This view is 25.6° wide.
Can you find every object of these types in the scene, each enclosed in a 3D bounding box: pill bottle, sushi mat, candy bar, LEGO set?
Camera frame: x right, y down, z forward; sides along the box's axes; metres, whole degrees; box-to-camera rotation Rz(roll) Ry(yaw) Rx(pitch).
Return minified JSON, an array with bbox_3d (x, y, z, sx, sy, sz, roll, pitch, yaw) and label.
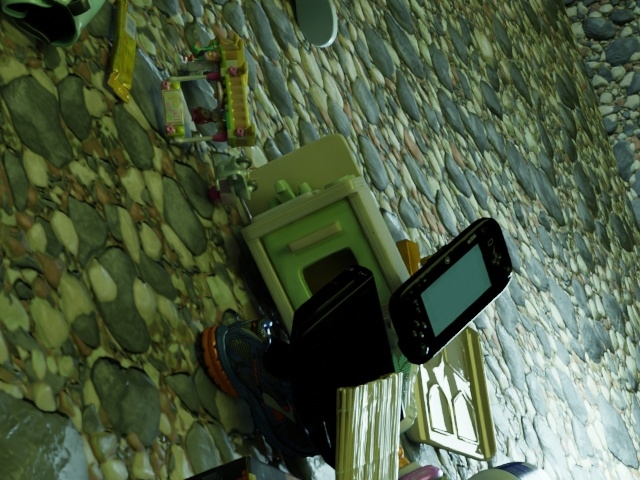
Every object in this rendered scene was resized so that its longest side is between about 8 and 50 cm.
[{"bbox_3d":[0.252,0.371,1.964,0.187,0.112,0.112,7,61,-64],"label":"pill bottle"},{"bbox_3d":[0.051,0.305,1.534,0.151,0.019,0.316,-9,102,-64],"label":"sushi mat"},{"bbox_3d":[-0.232,-0.227,1.652,0.040,0.018,0.161,49,27,-41],"label":"candy bar"},{"bbox_3d":[-0.144,-0.182,1.741,0.132,0.107,0.287,92,-10,-49],"label":"LEGO set"}]

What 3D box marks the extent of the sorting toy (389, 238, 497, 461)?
[{"bbox_3d":[0.168,0.162,2.058,0.229,0.041,0.307,23,54,-52],"label":"sorting toy"}]

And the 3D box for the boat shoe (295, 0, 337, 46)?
[{"bbox_3d":[-0.002,-0.385,2.248,0.083,0.065,0.183,14,53,-60],"label":"boat shoe"}]

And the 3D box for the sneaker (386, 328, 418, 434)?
[{"bbox_3d":[0.088,0.176,1.879,0.076,0.065,0.166,42,30,-35],"label":"sneaker"}]

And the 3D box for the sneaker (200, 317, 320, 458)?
[{"bbox_3d":[-0.041,0.167,1.572,0.221,0.087,0.083,48,29,-35],"label":"sneaker"}]

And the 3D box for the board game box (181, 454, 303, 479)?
[{"bbox_3d":[-0.075,0.265,1.326,0.170,0.141,0.048,36,38,-49],"label":"board game box"}]

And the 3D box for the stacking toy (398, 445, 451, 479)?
[{"bbox_3d":[0.122,0.332,1.708,0.302,0.175,0.166,58,18,15],"label":"stacking toy"}]

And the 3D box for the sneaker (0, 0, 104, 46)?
[{"bbox_3d":[-0.317,-0.320,1.468,0.256,0.094,0.151,50,30,-29],"label":"sneaker"}]

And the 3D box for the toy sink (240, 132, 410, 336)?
[{"bbox_3d":[0.000,0.000,1.713,0.131,0.153,0.234,-24,90,-82],"label":"toy sink"}]

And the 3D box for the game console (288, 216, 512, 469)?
[{"bbox_3d":[0.099,0.088,1.612,0.361,0.044,0.213,-39,132,-32],"label":"game console"}]
